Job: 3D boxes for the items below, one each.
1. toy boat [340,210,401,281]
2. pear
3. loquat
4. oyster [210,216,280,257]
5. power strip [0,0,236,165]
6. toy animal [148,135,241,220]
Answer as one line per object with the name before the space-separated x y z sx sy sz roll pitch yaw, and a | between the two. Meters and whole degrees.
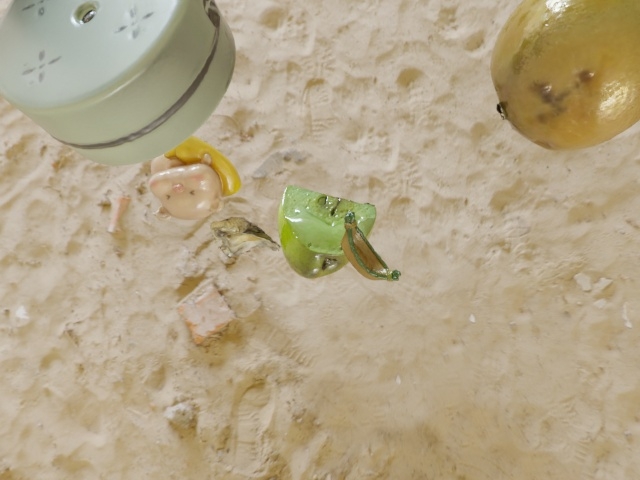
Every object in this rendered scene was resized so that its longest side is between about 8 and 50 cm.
toy boat | 0.122 0.029 1.395 0.088 0.089 0.229 -34 101 35
pear | 0.000 0.000 1.808 0.342 0.238 0.318 14 49 0
loquat | 0.354 -0.245 0.701 0.244 0.244 0.244 -1 82 10
oyster | -0.267 -0.008 1.814 0.275 0.271 0.100 -6 65 -26
power strip | -0.302 -0.298 0.803 0.357 0.161 0.357 -6 67 15
toy animal | -0.456 -0.188 1.675 0.345 0.277 0.247 4 55 25
